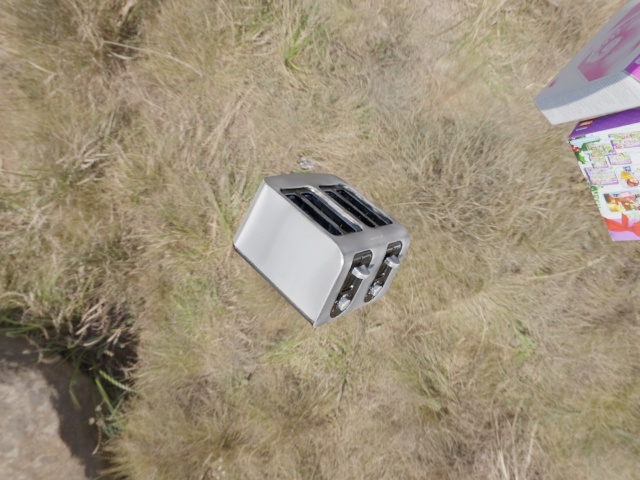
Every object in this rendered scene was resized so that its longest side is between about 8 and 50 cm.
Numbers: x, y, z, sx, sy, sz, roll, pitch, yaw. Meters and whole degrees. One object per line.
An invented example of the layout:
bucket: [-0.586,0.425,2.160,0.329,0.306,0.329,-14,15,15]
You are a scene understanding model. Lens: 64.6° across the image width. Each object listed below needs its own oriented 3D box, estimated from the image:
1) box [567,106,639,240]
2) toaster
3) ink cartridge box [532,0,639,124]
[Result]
box: [0.518,-0.099,0.681,0.057,0.293,0.201,-45,112,-28]
toaster: [0.000,0.000,0.636,0.185,0.168,0.110,41,118,25]
ink cartridge box: [0.493,-0.311,0.686,0.071,0.330,0.324,44,92,-7]
